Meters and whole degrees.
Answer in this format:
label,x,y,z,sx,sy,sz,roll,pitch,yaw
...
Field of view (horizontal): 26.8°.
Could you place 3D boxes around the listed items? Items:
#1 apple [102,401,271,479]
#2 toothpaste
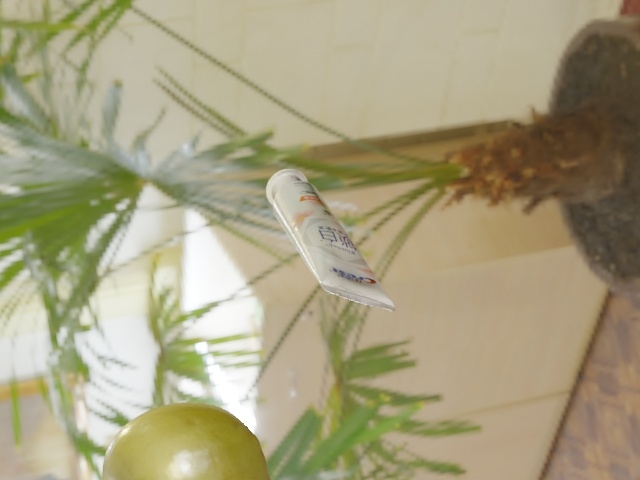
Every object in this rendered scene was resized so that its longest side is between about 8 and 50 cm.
label,x,y,z,sx,sy,sz,roll,pitch,yaw
apple,-0.229,0.396,2.295,0.295,0.258,0.233,20,127,58
toothpaste,0.000,0.000,1.651,0.066,0.100,0.323,-63,27,16
